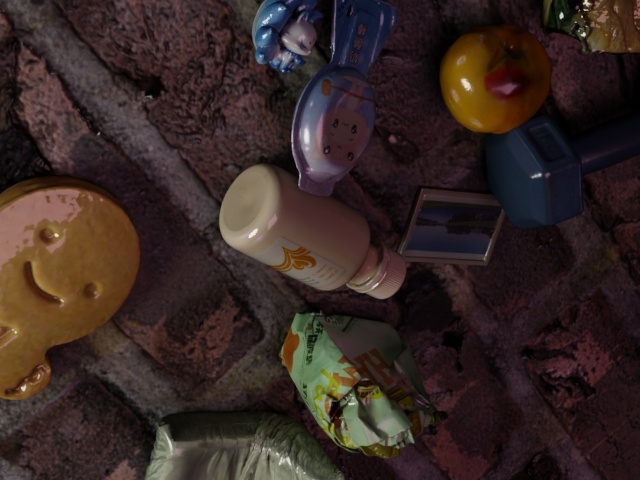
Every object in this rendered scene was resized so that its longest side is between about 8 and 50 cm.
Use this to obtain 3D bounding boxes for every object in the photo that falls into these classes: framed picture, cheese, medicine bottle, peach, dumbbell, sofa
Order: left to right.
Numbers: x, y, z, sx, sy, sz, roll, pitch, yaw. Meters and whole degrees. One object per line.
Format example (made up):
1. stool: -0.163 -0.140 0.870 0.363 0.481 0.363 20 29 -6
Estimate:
1. sofa: -0.115 0.346 1.785 0.225 0.176 0.210 5 115 -30
2. medicine bottle: 0.000 0.000 1.686 0.252 0.114 0.114 27 103 -37
3. cheese: 0.025 -0.172 1.609 0.135 0.052 0.245 12 95 -50
4. framed picture: 0.180 -0.018 1.836 0.149 0.011 0.109 3 116 -30
5. peach: 0.213 -0.196 1.681 0.138 0.138 0.138 -13 122 -21
6. dumbbell: 0.382 -0.129 1.796 0.325 0.160 0.144 -22 95 -17

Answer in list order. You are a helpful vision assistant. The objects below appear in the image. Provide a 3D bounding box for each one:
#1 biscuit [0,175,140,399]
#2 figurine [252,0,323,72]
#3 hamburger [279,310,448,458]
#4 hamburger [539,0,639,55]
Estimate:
1. biscuit: -0.369 0.070 1.571 0.355 0.052 0.275 -32 128 -7
2. figurine: -0.034 -0.246 1.548 0.114 0.079 0.114 -36 143 -33
3. hamburger: 0.066 0.200 1.782 0.125 0.214 0.235 -46 134 17
4. hamburger: 0.410 -0.339 1.695 0.309 0.132 0.211 -2 117 -28
